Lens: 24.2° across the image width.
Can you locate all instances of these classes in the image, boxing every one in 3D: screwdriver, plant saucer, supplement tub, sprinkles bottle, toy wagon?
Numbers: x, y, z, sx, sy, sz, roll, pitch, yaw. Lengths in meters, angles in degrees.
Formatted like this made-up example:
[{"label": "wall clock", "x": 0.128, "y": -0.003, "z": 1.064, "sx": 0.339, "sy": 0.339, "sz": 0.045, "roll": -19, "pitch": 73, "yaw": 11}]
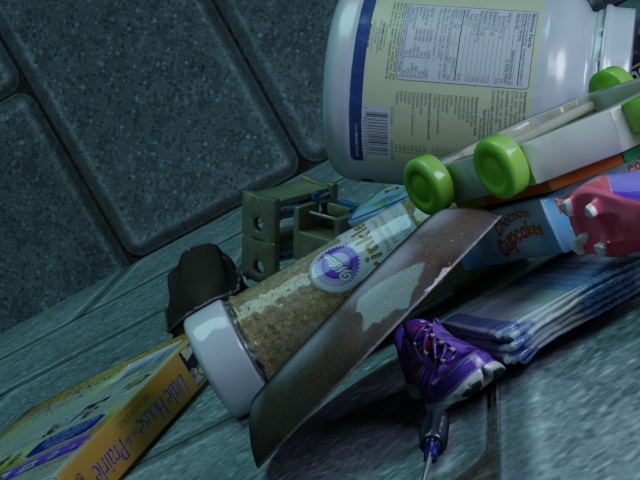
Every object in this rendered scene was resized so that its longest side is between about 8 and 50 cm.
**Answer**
[{"label": "screwdriver", "x": 0.080, "y": 0.169, "z": 1.097, "sx": 0.024, "sy": 0.025, "sz": 0.170, "roll": -26, "pitch": 17, "yaw": 18}, {"label": "plant saucer", "x": 0.038, "y": 0.074, "z": 1.322, "sx": 0.310, "sy": 0.050, "sz": 0.310, "roll": -45, "pitch": -5, "yaw": -5}, {"label": "supplement tub", "x": 0.181, "y": -0.171, "z": 1.676, "sx": 0.325, "sy": 0.235, "sz": 0.235, "roll": 5, "pitch": 17, "yaw": 12}, {"label": "sprinkles bottle", "x": 0.035, "y": 0.052, "z": 1.577, "sx": 0.355, "sy": 0.121, "sz": 0.121, "roll": -29, "pitch": 8, "yaw": -2}, {"label": "toy wagon", "x": 0.245, "y": -0.103, "z": 1.356, "sx": 0.267, "sy": 0.068, "sz": 0.344, "roll": -26, "pitch": 7, "yaw": -27}]

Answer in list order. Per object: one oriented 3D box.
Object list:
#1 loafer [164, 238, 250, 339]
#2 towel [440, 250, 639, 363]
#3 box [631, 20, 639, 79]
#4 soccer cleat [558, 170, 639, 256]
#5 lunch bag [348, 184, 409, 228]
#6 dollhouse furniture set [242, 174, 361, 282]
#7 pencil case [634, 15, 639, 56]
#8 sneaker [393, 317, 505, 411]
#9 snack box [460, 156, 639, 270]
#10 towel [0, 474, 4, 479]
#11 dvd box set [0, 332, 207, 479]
[{"label": "loafer", "x": -0.170, "y": 0.078, "z": 2.080, "sx": 0.134, "sy": 0.130, "sz": 0.366, "roll": -30, "pitch": 8, "yaw": -2}, {"label": "towel", "x": 0.250, "y": 0.026, "z": 1.317, "sx": 0.285, "sy": 0.034, "sz": 0.209, "roll": -29, "pitch": 6, "yaw": -10}, {"label": "box", "x": 0.362, "y": -0.213, "z": 2.170, "sx": 0.318, "sy": 0.097, "sz": 0.395, "roll": -27, "pitch": 8, "yaw": -6}, {"label": "soccer cleat", "x": 0.287, "y": -0.015, "z": 1.156, "sx": 0.095, "sy": 0.083, "sz": 0.248, "roll": -28, "pitch": 19, "yaw": -22}, {"label": "lunch bag", "x": 0.153, "y": -0.052, "z": 1.919, "sx": 0.219, "sy": 0.090, "sz": 0.176, "roll": -25, "pitch": 8, "yaw": 29}, {"label": "dollhouse furniture set", "x": 0.000, "y": 0.000, "z": 2.055, "sx": 0.183, "sy": 0.129, "sz": 0.129, "roll": 17, "pitch": 24, "yaw": 40}, {"label": "pencil case", "x": 0.559, "y": -0.286, "z": 1.735, "sx": 0.386, "sy": 0.160, "sz": 0.167, "roll": -30, "pitch": 36, "yaw": -9}, {"label": "sneaker", "x": 0.096, "y": 0.100, "z": 1.253, "sx": 0.068, "sy": 0.071, "sz": 0.170, "roll": -31, "pitch": 9, "yaw": -15}, {"label": "snack box", "x": 0.298, "y": -0.065, "z": 1.445, "sx": 0.322, "sy": 0.060, "sz": 0.187, "roll": -25, "pitch": 4, "yaw": -23}, {"label": "towel", "x": -0.472, "y": 0.375, "z": 1.429, "sx": 0.370, "sy": 0.040, "sz": 0.271, "roll": -29, "pitch": 23, "yaw": 7}, {"label": "dvd box set", "x": -0.318, "y": 0.256, "z": 1.745, "sx": 0.307, "sy": 0.062, "sz": 0.420, "roll": -26, "pitch": 9, "yaw": 23}]
